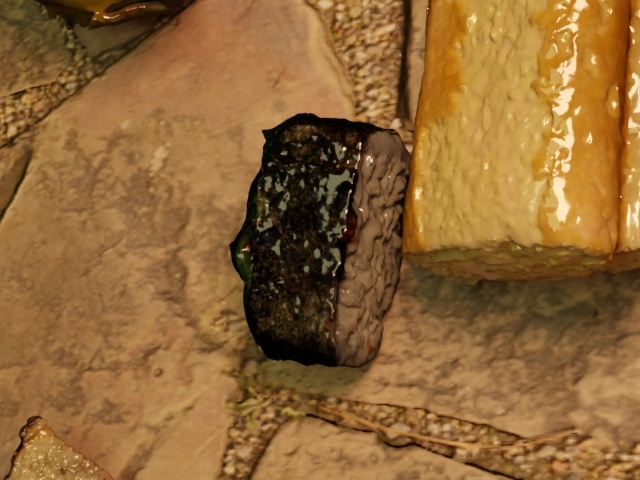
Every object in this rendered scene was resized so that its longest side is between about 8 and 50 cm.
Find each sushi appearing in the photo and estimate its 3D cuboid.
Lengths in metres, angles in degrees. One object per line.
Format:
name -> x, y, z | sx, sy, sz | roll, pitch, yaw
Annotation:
sushi -> 0.000, 0.000, 1.419 | 0.127, 0.124, 0.225 | 7, 90, 29

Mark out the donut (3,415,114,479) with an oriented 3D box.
donut -> -0.263, 0.290, 1.517 | 0.126, 0.144, 0.186 | 23, 61, 23

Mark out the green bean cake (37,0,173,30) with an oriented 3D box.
green bean cake -> -0.239, -0.352, 1.552 | 0.202, 0.285, 0.310 | -19, 96, -1

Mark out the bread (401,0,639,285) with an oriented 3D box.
bread -> 0.180, -0.152, 1.312 | 0.236, 0.165, 0.375 | -10, 72, 56
